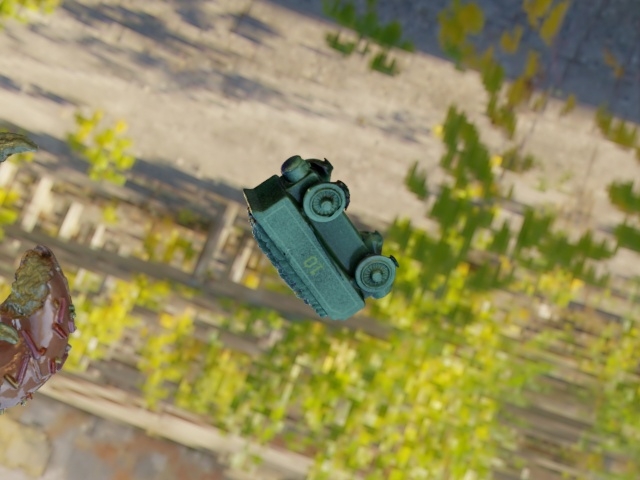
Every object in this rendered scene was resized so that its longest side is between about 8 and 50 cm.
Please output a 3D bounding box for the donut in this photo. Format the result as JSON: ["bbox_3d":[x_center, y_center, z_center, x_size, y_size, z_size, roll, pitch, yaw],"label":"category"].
[{"bbox_3d":[-0.265,0.091,1.280,0.065,0.166,0.117,24,144,59],"label":"donut"}]

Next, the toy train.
[{"bbox_3d":[0.000,0.000,1.434,0.172,0.099,0.070,54,-176,-29],"label":"toy train"}]

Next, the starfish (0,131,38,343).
[{"bbox_3d":[-0.398,0.012,1.181,0.357,0.347,0.078,34,157,3],"label":"starfish"}]
